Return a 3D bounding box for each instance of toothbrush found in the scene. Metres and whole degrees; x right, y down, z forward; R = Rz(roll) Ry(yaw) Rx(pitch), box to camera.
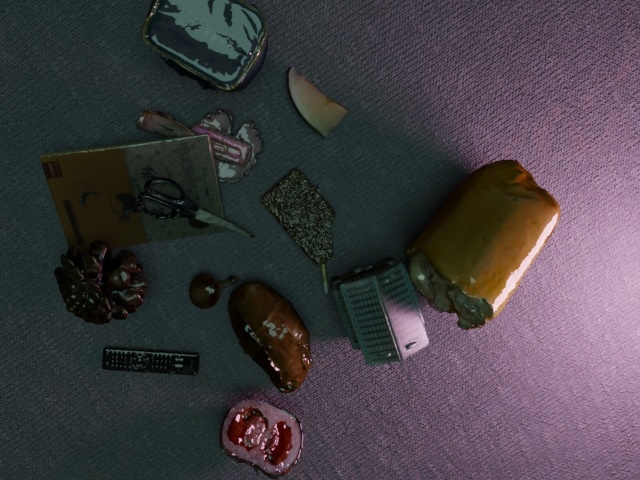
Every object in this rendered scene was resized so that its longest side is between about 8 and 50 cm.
[{"bbox_3d":[0.000,0.000,1.622,0.024,0.021,0.288,-4,100,5],"label":"toothbrush"}]

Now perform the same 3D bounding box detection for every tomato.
[{"bbox_3d":[-0.165,0.515,1.613,0.214,0.155,0.180,31,58,-6],"label":"tomato"}]

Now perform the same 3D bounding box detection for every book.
[{"bbox_3d":[-0.438,-0.110,1.506,0.389,0.032,0.268,-9,120,-5],"label":"book"}]

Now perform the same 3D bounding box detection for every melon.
[{"bbox_3d":[-0.027,-0.341,1.549,0.182,0.054,0.098,36,87,-11],"label":"melon"}]

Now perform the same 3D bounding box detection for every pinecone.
[{"bbox_3d":[-0.517,0.098,1.479,0.201,0.229,0.202,-6,95,-49],"label":"pinecone"}]

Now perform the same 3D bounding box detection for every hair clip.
[{"bbox_3d":[-0.292,-0.250,1.517,0.301,0.069,0.173,19,101,-21],"label":"hair clip"}]

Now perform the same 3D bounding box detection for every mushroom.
[{"bbox_3d":[-0.274,0.117,1.581,0.130,0.073,0.088,-27,71,-5],"label":"mushroom"}]

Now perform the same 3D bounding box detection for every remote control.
[{"bbox_3d":[-0.437,0.311,1.615,0.245,0.025,0.063,6,99,-9],"label":"remote control"}]

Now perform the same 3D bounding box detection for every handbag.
[{"bbox_3d":[-0.247,-0.460,1.403,0.263,0.241,0.222,30,96,-11],"label":"handbag"}]

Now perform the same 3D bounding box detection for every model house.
[{"bbox_3d":[0.146,0.165,1.569,0.199,0.215,0.224,-19,101,-5],"label":"model house"}]

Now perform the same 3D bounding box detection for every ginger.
[{"bbox_3d":[-0.115,0.249,1.576,0.165,0.172,0.321,-33,104,-39],"label":"ginger"}]

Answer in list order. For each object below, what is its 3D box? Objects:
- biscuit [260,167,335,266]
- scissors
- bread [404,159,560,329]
[{"bbox_3d":[-0.032,-0.057,1.588,0.131,0.026,0.237,-40,95,9],"label":"biscuit"},{"bbox_3d":[-0.295,-0.063,1.532,0.300,0.022,0.109,24,116,-23],"label":"scissors"},{"bbox_3d":[0.380,-0.007,1.522,0.250,0.361,0.394,35,83,6],"label":"bread"}]
